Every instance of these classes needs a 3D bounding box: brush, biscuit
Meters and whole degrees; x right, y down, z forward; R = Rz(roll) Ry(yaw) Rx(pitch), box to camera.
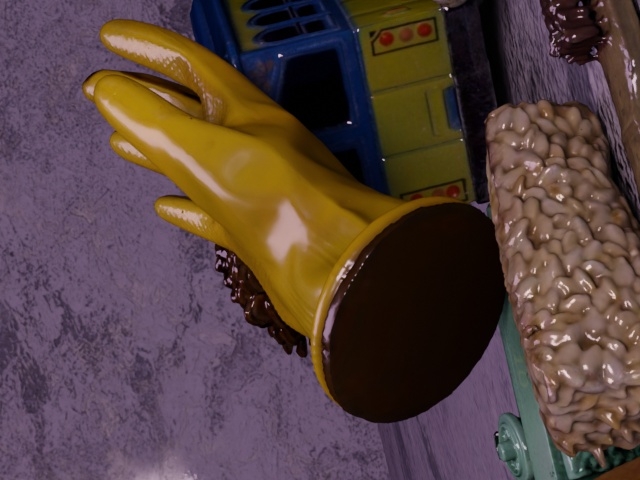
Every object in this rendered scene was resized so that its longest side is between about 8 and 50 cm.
[{"bbox_3d":[0.119,-0.060,0.679,0.043,0.036,0.248,73,-177,-74],"label":"brush"},{"bbox_3d":[0.114,0.013,0.745,0.082,0.070,0.168,80,179,-51],"label":"biscuit"}]

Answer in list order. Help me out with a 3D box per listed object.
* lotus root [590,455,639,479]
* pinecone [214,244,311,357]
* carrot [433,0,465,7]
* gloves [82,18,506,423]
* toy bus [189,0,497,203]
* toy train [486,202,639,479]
[{"bbox_3d":[0.138,0.192,0.745,0.095,0.135,0.159,-114,-2,-68],"label":"lotus root"},{"bbox_3d":[0.000,0.000,1.554,0.221,0.221,0.221,167,90,-87],"label":"pinecone"},{"bbox_3d":[0.054,-0.242,0.969,0.069,0.069,0.336,80,-178,-45],"label":"carrot"},{"bbox_3d":[-0.041,-0.023,0.891,0.294,0.116,0.133,34,134,42],"label":"gloves"},{"bbox_3d":[0.011,-0.118,1.082,0.288,0.175,0.138,-111,7,-65],"label":"toy bus"},{"bbox_3d":[0.121,0.059,0.864,0.099,0.070,0.172,167,90,-76],"label":"toy train"}]
